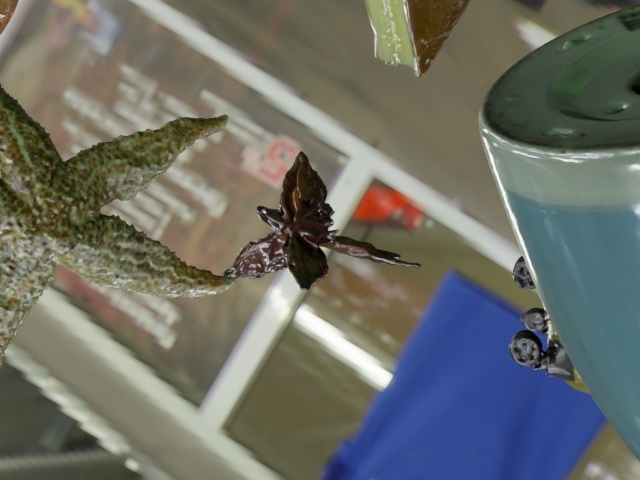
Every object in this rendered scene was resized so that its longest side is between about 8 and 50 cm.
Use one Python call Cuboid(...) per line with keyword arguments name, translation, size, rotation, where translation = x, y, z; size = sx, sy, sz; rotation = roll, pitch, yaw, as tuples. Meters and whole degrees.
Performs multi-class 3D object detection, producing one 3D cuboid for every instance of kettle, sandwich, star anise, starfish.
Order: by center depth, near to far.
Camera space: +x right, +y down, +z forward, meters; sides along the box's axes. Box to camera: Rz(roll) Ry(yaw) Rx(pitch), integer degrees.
Cuboid(name="kettle", translation=(0.273, 0.019, 1.166), size=(0.319, 0.247, 0.342), rotation=(-67, -40, -60))
Cuboid(name="starfish", translation=(-0.241, -0.042, 1.595), size=(0.347, 0.358, 0.078), rotation=(57, 168, -13))
Cuboid(name="sandwich", translation=(0.085, -0.273, 1.611), size=(0.088, 0.244, 0.090), rotation=(-25, -145, -22))
Cuboid(name="star anise", translation=(0.004, 0.006, 1.856), size=(0.144, 0.158, 0.140), rotation=(32, 173, -40))

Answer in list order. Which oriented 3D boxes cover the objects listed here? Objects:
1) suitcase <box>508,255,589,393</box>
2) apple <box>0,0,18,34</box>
Cuboid(name="suitcase", translation=(0.288, 0.064, 1.549), size=(0.235, 0.143, 0.194), rotation=(3, -173, 10))
Cuboid(name="apple", translation=(-0.370, -0.232, 1.646), size=(0.195, 0.160, 0.173), rotation=(-11, -137, -13))
